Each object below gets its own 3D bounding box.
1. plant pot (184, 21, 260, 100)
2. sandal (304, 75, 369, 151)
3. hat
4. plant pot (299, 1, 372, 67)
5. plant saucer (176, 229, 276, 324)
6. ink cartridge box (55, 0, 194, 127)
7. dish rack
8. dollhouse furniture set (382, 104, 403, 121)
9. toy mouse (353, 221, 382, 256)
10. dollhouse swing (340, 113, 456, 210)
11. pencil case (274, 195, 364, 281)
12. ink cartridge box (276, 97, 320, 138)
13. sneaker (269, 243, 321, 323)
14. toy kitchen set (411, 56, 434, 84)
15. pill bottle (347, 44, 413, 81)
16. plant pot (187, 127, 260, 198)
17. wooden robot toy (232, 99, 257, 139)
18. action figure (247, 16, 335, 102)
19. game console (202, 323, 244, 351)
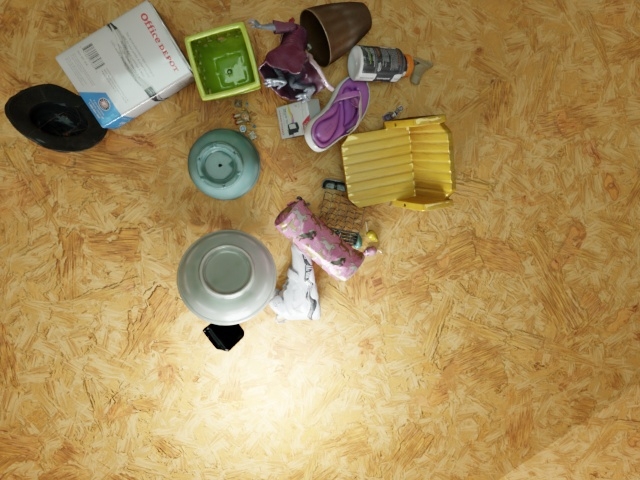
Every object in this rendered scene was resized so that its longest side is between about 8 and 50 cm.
[{"bbox_3d":[-0.348,-0.652,1.675,0.228,0.207,0.227,-14,102,2],"label":"plant pot"},{"bbox_3d":[0.097,-0.489,1.721,0.169,0.102,0.416,49,61,-29],"label":"sandal"},{"bbox_3d":[-0.988,-0.427,1.688,0.331,0.331,0.134,31,139,-10],"label":"hat"},{"bbox_3d":[0.074,-0.812,1.705,0.230,0.215,0.215,-30,102,-13],"label":"plant pot"},{"bbox_3d":[-0.373,0.131,1.788,0.400,0.100,0.401,3,70,-8],"label":"plant saucer"},{"bbox_3d":[-0.704,-0.642,1.670,0.394,0.166,0.286,-30,102,2],"label":"ink cartridge box"},{"bbox_3d":[0.087,-0.111,1.893,0.208,0.074,0.272,10,101,-6],"label":"dish rack"},{"bbox_3d":[0.326,-0.487,1.836,0.091,0.081,0.114,-32,102,1],"label":"dollhouse furniture set"},{"bbox_3d":[0.195,0.025,1.945,0.143,0.031,0.161,-41,101,3],"label":"toy mouse"},{"bbox_3d":[0.290,-0.281,1.718,0.304,0.315,0.347,-16,107,-24],"label":"dollhouse swing"},{"bbox_3d":[0.000,0.000,1.791,0.386,0.160,0.167,43,82,-13],"label":"pencil case"},{"bbox_3d":[-0.082,-0.474,1.752,0.072,0.175,0.128,-21,105,-44],"label":"ink cartridge box"},{"bbox_3d":[-0.126,0.183,1.891,0.210,0.137,0.366,-12,104,-5],"label":"sneaker"},{"bbox_3d":[0.405,-0.698,1.835,0.083,0.075,0.068,-33,61,-31],"label":"toy kitchen set"},{"bbox_3d":[0.240,-0.688,1.750,0.245,0.130,0.131,-6,102,-23],"label":"pill bottle"},{"bbox_3d":[-0.385,-0.296,1.750,0.292,0.196,0.293,-1,100,-5],"label":"plant pot"},{"bbox_3d":[-0.307,-0.482,1.781,0.076,0.079,0.173,-18,101,-2],"label":"wooden robot toy"},{"bbox_3d":[-0.104,-0.705,1.641,0.275,0.248,0.370,-10,60,25],"label":"action figure"},{"bbox_3d":[-0.462,0.292,1.854,0.044,0.213,0.361,-38,90,13],"label":"game console"}]
